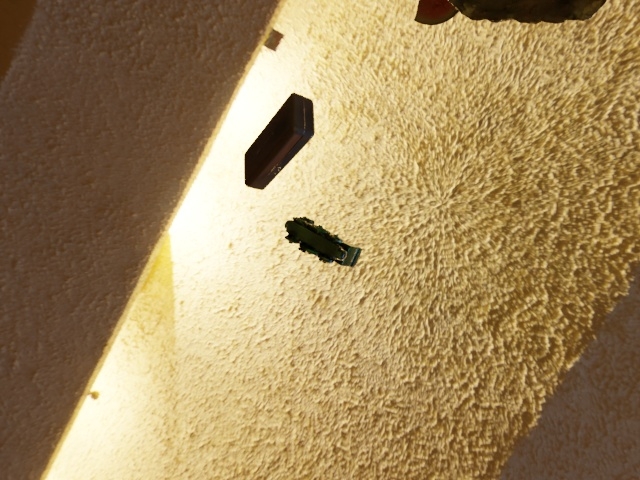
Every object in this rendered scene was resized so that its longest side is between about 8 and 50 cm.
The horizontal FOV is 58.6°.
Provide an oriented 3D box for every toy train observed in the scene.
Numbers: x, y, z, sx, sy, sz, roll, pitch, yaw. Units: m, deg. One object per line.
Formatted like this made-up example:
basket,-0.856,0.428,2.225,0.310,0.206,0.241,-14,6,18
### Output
toy train,0.000,0.000,1.277,0.178,0.105,0.071,29,-80,34

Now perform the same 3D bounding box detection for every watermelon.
watermelon,0.241,-0.491,1.107,0.094,0.135,0.125,39,-97,-34

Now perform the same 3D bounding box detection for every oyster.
oyster,0.279,-0.482,0.942,0.396,0.111,0.204,23,-38,32

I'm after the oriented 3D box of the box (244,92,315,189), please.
box,-0.093,-0.204,1.211,0.244,0.055,0.103,-37,-131,50
